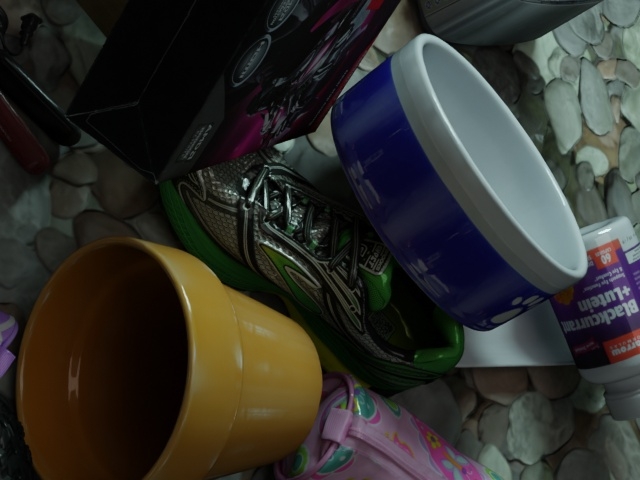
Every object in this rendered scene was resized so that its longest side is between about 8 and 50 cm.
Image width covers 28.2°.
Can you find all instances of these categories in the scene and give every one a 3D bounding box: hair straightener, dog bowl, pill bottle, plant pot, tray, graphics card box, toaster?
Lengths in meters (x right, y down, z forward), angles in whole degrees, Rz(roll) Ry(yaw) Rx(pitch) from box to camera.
[{"bbox_3d":[-0.278,-0.168,1.062,0.230,0.047,0.089,50,55,-8],"label":"hair straightener"},{"bbox_3d":[0.129,-0.053,1.171,0.265,0.104,0.265,44,24,-26],"label":"dog bowl"},{"bbox_3d":[0.302,0.082,1.312,0.108,0.108,0.193,-23,91,-37],"label":"pill bottle"},{"bbox_3d":[-0.105,0.112,1.018,0.188,0.205,0.205,14,69,-48],"label":"plant pot"},{"bbox_3d":[0.216,0.062,1.345,0.270,0.030,0.145,2,77,-34],"label":"tray"},{"bbox_3d":[-0.032,-0.183,1.011,0.094,0.233,0.371,38,18,9],"label":"graphics card box"},{"bbox_3d":[0.217,-0.288,1.369,0.227,0.146,0.129,-6,82,-36],"label":"toaster"}]

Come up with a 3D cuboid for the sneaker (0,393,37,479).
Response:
[{"bbox_3d":[-0.255,0.250,0.939,0.108,0.100,0.271,-11,92,-1],"label":"sneaker"}]

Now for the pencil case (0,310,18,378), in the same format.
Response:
[{"bbox_3d":[-0.322,0.032,0.942,0.206,0.088,0.086,40,60,-21],"label":"pencil case"}]

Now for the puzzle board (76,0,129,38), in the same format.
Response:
[{"bbox_3d":[-0.162,-0.212,1.087,0.128,0.096,0.011,53,36,-46],"label":"puzzle board"}]

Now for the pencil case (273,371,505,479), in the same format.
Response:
[{"bbox_3d":[0.093,0.231,1.158,0.284,0.124,0.124,35,60,-21],"label":"pencil case"}]

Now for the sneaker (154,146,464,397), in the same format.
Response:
[{"bbox_3d":[0.000,0.000,1.139,0.343,0.146,0.134,42,58,-16],"label":"sneaker"}]
